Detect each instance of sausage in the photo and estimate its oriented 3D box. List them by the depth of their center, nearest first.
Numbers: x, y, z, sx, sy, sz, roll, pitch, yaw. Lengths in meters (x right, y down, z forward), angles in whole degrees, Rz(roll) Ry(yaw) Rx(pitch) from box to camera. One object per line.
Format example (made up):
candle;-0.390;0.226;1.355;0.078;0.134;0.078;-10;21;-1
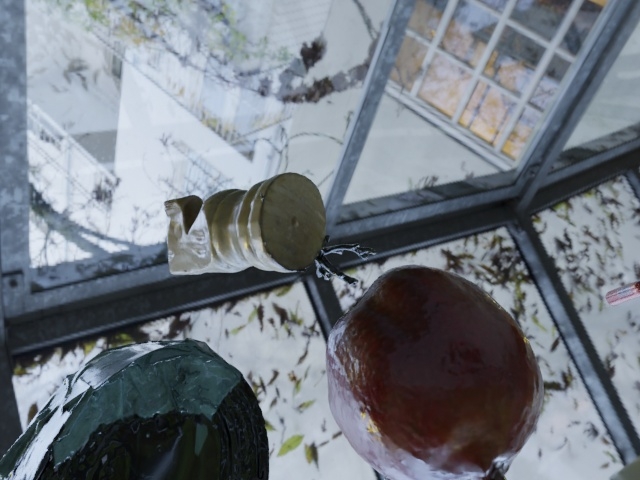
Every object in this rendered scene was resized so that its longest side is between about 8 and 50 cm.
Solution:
sausage;0.636;0.106;1.430;0.034;0.129;0.034;2;-107;-7

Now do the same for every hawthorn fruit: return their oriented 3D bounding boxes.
hawthorn fruit;0.095;0.115;0.536;0.169;0.169;0.188;-12;-140;-32

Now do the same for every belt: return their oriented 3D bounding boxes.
belt;-0.114;0.153;0.421;0.151;0.078;0.198;31;-111;-28

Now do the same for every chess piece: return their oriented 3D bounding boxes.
chess piece;-0.135;-0.011;1.016;0.137;0.301;0.137;9;-102;-45

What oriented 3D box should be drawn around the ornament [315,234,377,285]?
ornament;0.000;0.000;1.228;0.236;0.202;0.080;32;-111;-18
